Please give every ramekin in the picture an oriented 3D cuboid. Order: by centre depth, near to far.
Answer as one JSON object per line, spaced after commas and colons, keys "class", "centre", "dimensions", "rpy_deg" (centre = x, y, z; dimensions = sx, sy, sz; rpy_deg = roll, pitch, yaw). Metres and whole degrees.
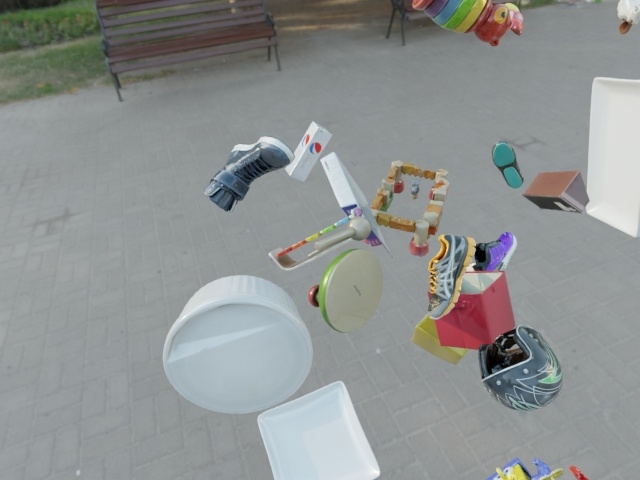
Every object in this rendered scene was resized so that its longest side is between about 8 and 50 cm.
{"class": "ramekin", "centre": [-0.153, 0.189, 0.833], "dimensions": [0.273, 0.273, 0.127], "rpy_deg": [-9, 29, -4]}

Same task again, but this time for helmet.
{"class": "helmet", "centre": [0.428, 0.282, 0.929], "dimensions": [0.169, 0.169, 0.161], "rpy_deg": [1, 46, 9]}

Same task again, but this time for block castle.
{"class": "block castle", "centre": [0.395, -0.141, 1.956], "dimensions": [0.303, 0.213, 0.453], "rpy_deg": [14, 48, 19]}

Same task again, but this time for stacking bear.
{"class": "stacking bear", "centre": [0.438, -0.696, 1.292], "dimensions": [0.289, 0.175, 0.164], "rpy_deg": [25, -4, -13]}

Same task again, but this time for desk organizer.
{"class": "desk organizer", "centre": [0.396, -0.082, 0.721], "dimensions": [0.047, 0.050, 0.130], "rpy_deg": [34, 7, -4]}

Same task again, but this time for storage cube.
{"class": "storage cube", "centre": [0.484, 0.218, 1.379], "dimensions": [0.184, 0.193, 0.215], "rpy_deg": [-5, 14, 46]}

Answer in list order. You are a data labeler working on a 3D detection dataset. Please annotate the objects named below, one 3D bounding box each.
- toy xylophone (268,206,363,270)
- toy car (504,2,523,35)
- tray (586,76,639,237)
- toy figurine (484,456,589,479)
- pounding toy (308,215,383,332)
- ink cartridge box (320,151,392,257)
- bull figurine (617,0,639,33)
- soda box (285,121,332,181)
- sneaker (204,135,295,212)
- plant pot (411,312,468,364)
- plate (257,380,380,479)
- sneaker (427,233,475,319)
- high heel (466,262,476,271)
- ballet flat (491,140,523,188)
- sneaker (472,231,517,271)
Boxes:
{"class": "toy xylophone", "centre": [0.000, 0.000, 1.374], "dimensions": [0.323, 0.081, 0.236], "rpy_deg": [-27, 2, 8]}
{"class": "toy car", "centre": [0.578, -0.780, 1.426], "dimensions": [0.225, 0.053, 0.239], "rpy_deg": [35, 37, -7]}
{"class": "tray", "centre": [0.543, -0.153, 0.780], "dimensions": [0.030, 0.270, 0.145], "rpy_deg": [-12, 24, 1]}
{"class": "toy figurine", "centre": [0.463, 0.643, 1.031], "dimensions": [0.362, 0.191, 0.217], "rpy_deg": [-42, -2, 6]}
{"class": "pounding toy", "centre": [0.035, 0.075, 0.942], "dimensions": [0.183, 0.237, 0.110], "rpy_deg": [-26, 27, -38]}
{"class": "ink cartridge box", "centre": [0.135, -0.113, 1.595], "dimensions": [0.071, 0.324, 0.330], "rpy_deg": [-27, 55, 13]}
{"class": "bull figurine", "centre": [0.685, -0.387, 0.805], "dimensions": [0.310, 0.101, 0.188], "rpy_deg": [0, 40, -39]}
{"class": "soda box", "centre": [-0.047, -0.337, 1.656], "dimensions": [0.069, 0.216, 0.074], "rpy_deg": [20, 23, -32]}
{"class": "sneaker", "centre": [-0.159, -0.137, 0.942], "dimensions": [0.226, 0.086, 0.163], "rpy_deg": [3, 57, 52]}
{"class": "plant pot", "centre": [0.492, 0.346, 1.645], "dimensions": [0.212, 0.212, 0.187], "rpy_deg": [-42, 65, -14]}
{"class": "plate", "centre": [-0.011, 0.580, 1.229], "dimensions": [0.277, 0.045, 0.278], "rpy_deg": [-21, 57, -7]}
{"class": "sneaker", "centre": [0.295, 0.084, 1.042], "dimensions": [0.083, 0.215, 0.084], "rpy_deg": [20, -3, -6]}
{"class": "high heel", "centre": [0.791, 0.160, 2.182], "dimensions": [0.261, 0.093, 0.186], "rpy_deg": [-4, -7, 32]}
{"class": "ballet flat", "centre": [0.612, -0.259, 1.422], "dimensions": [0.074, 0.203, 0.074], "rpy_deg": [-27, 35, 21]}
{"class": "sneaker", "centre": [0.747, 0.044, 1.887], "dimensions": [0.146, 0.102, 0.293], "rpy_deg": [37, 59, 0]}
